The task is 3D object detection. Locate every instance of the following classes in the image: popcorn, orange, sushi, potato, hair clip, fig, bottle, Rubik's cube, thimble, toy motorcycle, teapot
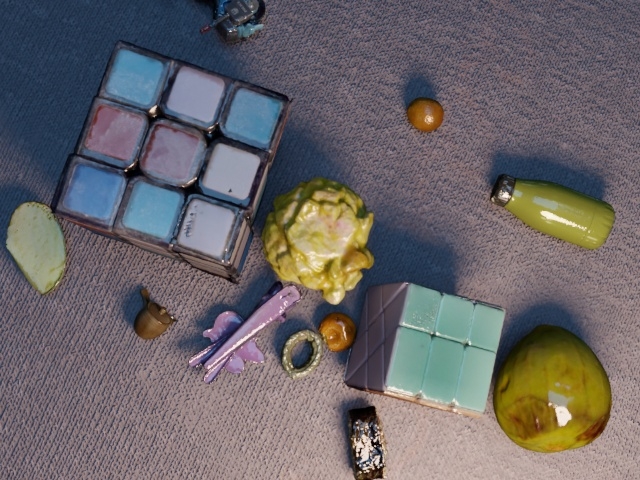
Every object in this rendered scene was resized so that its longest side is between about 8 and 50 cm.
[{"bbox_3d":[0.000,0.000,1.735,0.259,0.212,0.259,0,93,-2],"label":"popcorn"},{"bbox_3d":[0.233,-0.281,1.854,0.085,0.085,0.085,1,82,-4],"label":"orange"},{"bbox_3d":[0.098,0.424,1.746,0.078,0.090,0.150,-8,85,-1],"label":"sushi"},{"bbox_3d":[-0.594,0.016,1.771,0.119,0.054,0.198,-21,89,-7],"label":"potato"},{"bbox_3d":[-0.148,0.192,1.767,0.278,0.090,0.137,-40,100,0],"label":"hair clip"},{"bbox_3d":[0.039,0.193,1.785,0.086,0.062,0.086,4,107,14],"label":"orange"},{"bbox_3d":[0.472,0.299,1.727,0.239,0.239,0.271,6,54,-3],"label":"fig"},{"bbox_3d":[0.502,-0.071,1.828,0.260,0.112,0.112,21,81,-1],"label":"bottle"},{"bbox_3d":[0.205,0.217,1.692,0.224,0.221,0.231,17,80,-16],"label":"Rubik's cube"},{"bbox_3d":[-0.041,0.242,1.773,0.084,0.062,0.110,21,81,-1],"label":"thimble"},{"bbox_3d":[-0.247,-0.552,1.838,0.182,0.123,0.272,-36,86,-18],"label":"toy motorcycle"},{"bbox_3d":[-0.278,-0.143,1.655,0.363,0.362,0.359,20,85,0],"label":"Rubik's cube"},{"bbox_3d":[-0.358,0.155,1.774,0.080,0.085,0.110,-44,57,14],"label":"teapot"}]
